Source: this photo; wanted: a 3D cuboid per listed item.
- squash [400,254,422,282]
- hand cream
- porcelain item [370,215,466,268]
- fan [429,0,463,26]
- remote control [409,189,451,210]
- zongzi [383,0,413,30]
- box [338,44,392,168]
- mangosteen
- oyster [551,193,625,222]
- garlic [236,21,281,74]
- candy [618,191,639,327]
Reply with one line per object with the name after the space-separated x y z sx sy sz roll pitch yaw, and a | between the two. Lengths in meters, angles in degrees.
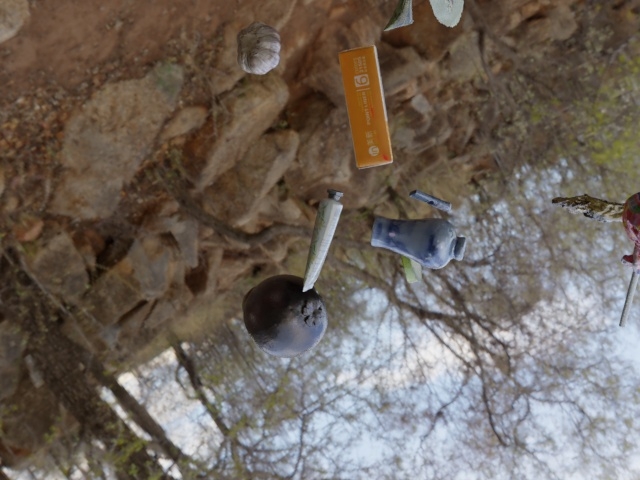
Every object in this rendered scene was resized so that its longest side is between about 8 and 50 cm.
0.306 0.038 2.341 0.041 0.219 0.219 -12 -161 16 | squash
0.000 0.000 1.257 0.067 0.042 0.194 -23 131 -78 | hand cream
0.274 -0.003 1.885 0.259 0.141 0.141 14 -149 15 | porcelain item
0.231 -0.616 1.349 0.012 0.415 0.233 2 -127 31 | fan
0.367 -0.132 2.233 0.043 0.152 0.027 -10 -118 67 | remote control
0.257 -0.771 2.276 0.113 0.104 0.052 -20 -149 -16 | zongzi
0.110 -0.312 1.605 0.091 0.274 0.221 -8 -169 7 | box
-0.093 0.168 1.516 0.230 0.194 0.194 -5 -151 50 | mangosteen
0.838 -0.089 1.938 0.345 0.079 0.129 4 -175 1 | oyster
-0.173 -0.543 1.921 0.147 0.159 0.102 -45 148 21 | garlic
0.708 0.051 1.494 0.124 0.365 0.124 -3 -146 2 | candy
